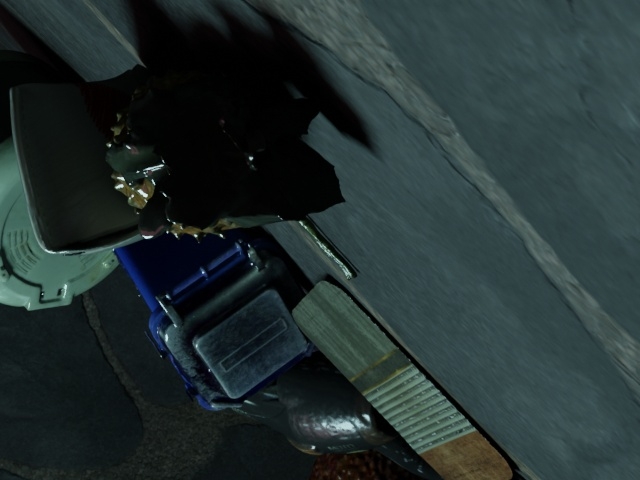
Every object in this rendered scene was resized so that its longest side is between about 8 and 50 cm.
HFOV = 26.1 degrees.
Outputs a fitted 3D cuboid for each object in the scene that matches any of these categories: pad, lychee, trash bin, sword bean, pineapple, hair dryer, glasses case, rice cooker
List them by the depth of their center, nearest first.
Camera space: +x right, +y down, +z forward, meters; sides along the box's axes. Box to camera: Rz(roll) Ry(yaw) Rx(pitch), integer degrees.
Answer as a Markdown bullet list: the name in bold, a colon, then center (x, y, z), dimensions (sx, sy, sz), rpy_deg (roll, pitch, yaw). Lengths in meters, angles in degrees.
- **pineapple**: center (-0.062, -0.048, 0.790), dimensions (0.111, 0.119, 0.237), rpy_deg (54, 175, -11)
- **glasses case**: center (-0.135, -0.071, 1.023), dimensions (0.308, 0.083, 0.128), rpy_deg (-49, -63, -77)
- **sword bean**: center (0.000, 0.000, 1.082), dimensions (0.083, 0.012, 0.012), rpy_deg (47, 173, -14)
- **pad**: center (0.035, 0.181, 1.362), dimensions (0.250, 0.055, 0.323), rpy_deg (45, 140, 2)
- **trash bin**: center (-0.127, 0.043, 1.467), dimensions (0.234, 0.162, 0.184), rpy_deg (46, 168, 48)
- **hair dryer**: center (0.057, 0.235, 1.583), dimensions (0.359, 0.120, 0.303), rpy_deg (36, 154, -32)
- **lychee**: center (0.070, 0.322, 1.722), dimensions (0.194, 0.194, 0.194), rpy_deg (45, 173, 8)
- **rice cooker**: center (-0.383, -0.082, 1.759), dimensions (0.277, 0.288, 0.288), rpy_deg (40, 170, 40)

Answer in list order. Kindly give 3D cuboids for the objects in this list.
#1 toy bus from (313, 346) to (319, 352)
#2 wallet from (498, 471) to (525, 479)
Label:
- **toy bus**: center (-0.040, 0.142, 1.682), dimensions (0.199, 0.108, 0.096), rpy_deg (51, 171, -33)
- **wallet**: center (0.215, 0.270, 1.306), dimensions (0.157, 0.018, 0.082), rpy_deg (49, 171, -19)
